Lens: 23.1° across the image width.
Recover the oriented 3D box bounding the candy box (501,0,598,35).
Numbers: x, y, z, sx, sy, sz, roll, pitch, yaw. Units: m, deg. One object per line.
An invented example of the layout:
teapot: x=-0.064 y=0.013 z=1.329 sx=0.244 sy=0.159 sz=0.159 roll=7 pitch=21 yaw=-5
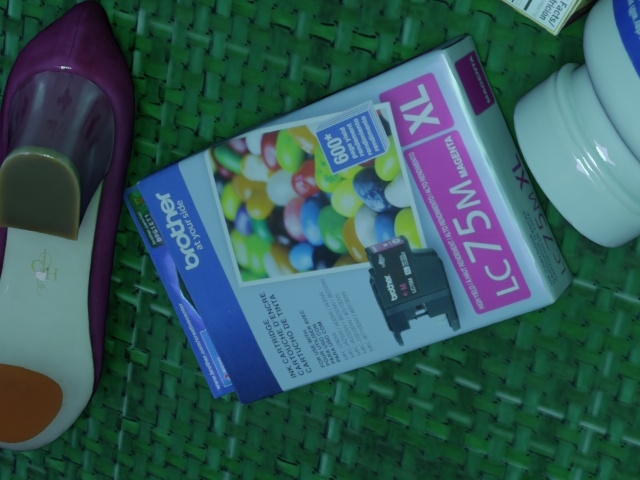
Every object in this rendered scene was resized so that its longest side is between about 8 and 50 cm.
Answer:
candy box: x=0.094 y=-0.204 z=0.956 sx=0.187 sy=0.109 sz=0.053 roll=35 pitch=119 yaw=10

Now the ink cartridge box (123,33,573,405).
ink cartridge box: x=0.000 y=0.000 z=1.100 sx=0.311 sy=0.065 sz=0.186 roll=-20 pitch=98 yaw=31

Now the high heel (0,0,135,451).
high heel: x=-0.205 y=0.003 z=1.204 sx=0.127 sy=0.181 sz=0.377 roll=17 pitch=135 yaw=-8

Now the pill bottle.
pill bottle: x=0.248 y=-0.111 z=0.892 sx=0.272 sy=0.152 sz=0.152 roll=-35 pitch=91 yaw=30
